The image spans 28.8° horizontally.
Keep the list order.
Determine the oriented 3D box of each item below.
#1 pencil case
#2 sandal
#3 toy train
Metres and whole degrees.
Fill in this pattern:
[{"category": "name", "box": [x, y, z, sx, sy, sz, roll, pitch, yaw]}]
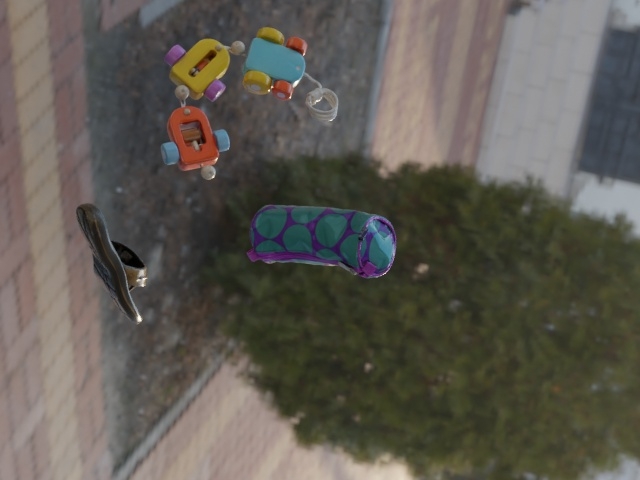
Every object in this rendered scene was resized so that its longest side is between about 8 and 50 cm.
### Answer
[{"category": "pencil case", "box": [0.000, 0.000, 1.305, 0.064, 0.152, 0.070, 55, 52, -42]}, {"category": "sandal", "box": [-0.262, 0.028, 1.627, 0.060, 0.090, 0.219, -30, 136, -18]}, {"category": "toy train", "box": [-0.075, -0.120, 1.100, 0.125, 0.166, 0.046, 66, -22, 11]}]
